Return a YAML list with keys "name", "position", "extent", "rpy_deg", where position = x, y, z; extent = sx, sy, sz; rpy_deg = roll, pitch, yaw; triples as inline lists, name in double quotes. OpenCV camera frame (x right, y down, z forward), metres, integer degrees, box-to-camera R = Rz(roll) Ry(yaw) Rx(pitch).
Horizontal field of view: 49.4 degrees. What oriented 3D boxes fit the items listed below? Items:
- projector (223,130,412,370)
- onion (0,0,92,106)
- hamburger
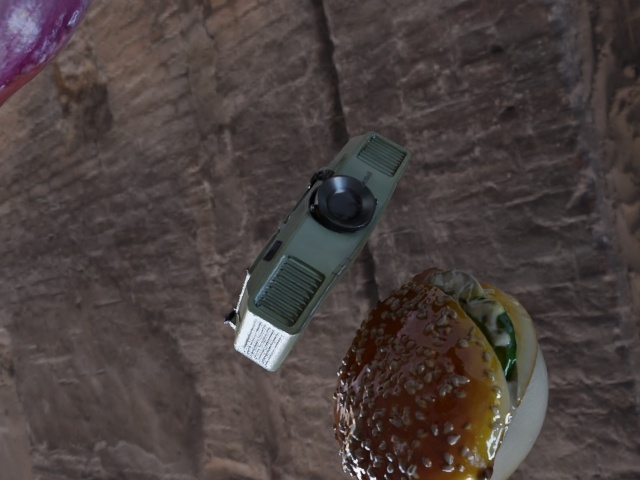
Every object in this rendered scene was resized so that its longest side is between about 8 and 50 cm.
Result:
- name: "projector"
  position: [0.000, 0.000, 0.774]
  extent: [0.269, 0.088, 0.193]
  rpy_deg: [-56, 177, -29]
- name: "onion"
  position: [-0.206, -0.129, 0.345]
  extent: [0.227, 0.283, 0.120]
  rpy_deg: [32, -178, 30]
- name: "hamburger"
  position: [0.103, 0.139, 0.651]
  extent: [0.147, 0.236, 0.237]
  rpy_deg: [36, 153, -28]
